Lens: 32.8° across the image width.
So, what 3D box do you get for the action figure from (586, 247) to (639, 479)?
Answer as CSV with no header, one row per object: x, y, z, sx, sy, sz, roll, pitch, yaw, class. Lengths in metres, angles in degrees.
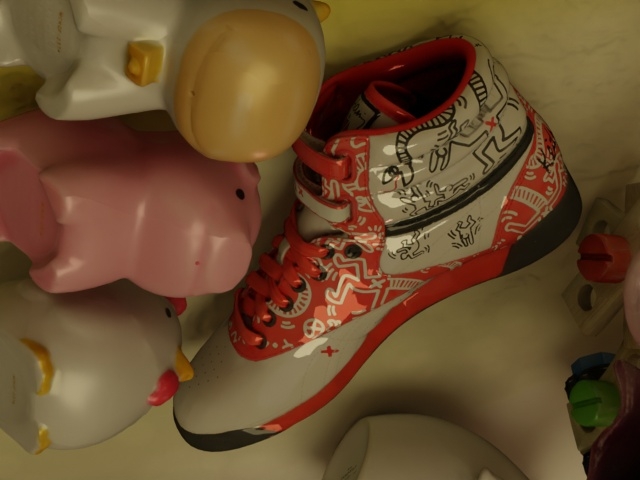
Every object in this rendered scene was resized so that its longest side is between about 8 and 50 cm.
0.243,0.189,0.618,0.248,0.276,0.370,-19,141,20,action figure

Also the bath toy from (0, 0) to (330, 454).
-0.081,-0.037,0.518,0.129,0.151,0.348,-26,145,-45,bath toy

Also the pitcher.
0.115,0.188,0.728,0.207,0.125,0.178,27,138,-9,pitcher

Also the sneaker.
0.000,-0.001,0.591,0.270,0.090,0.145,-33,130,8,sneaker

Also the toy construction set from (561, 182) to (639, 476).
0.284,0.082,0.705,0.327,0.151,0.215,18,147,-20,toy construction set
